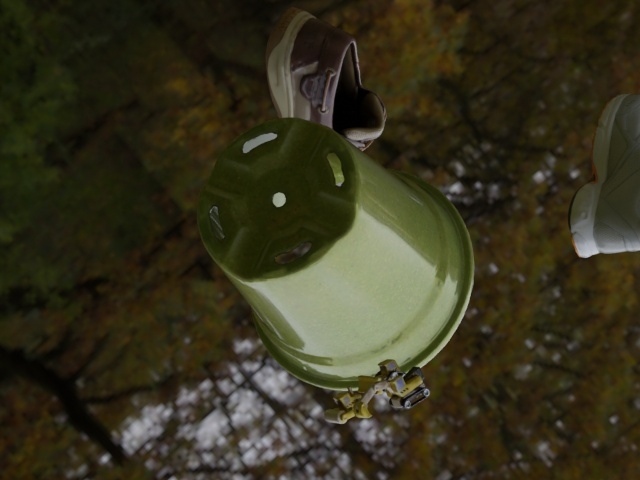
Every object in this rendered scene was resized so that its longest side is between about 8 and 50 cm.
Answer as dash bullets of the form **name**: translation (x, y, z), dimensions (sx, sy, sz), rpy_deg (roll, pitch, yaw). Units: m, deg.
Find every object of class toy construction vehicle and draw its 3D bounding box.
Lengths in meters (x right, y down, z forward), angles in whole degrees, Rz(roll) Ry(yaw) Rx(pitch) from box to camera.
- **toy construction vehicle**: translation (0.053, 0.139, 1.235), dimensions (0.098, 0.035, 0.086), rpy_deg (-26, -166, -31)

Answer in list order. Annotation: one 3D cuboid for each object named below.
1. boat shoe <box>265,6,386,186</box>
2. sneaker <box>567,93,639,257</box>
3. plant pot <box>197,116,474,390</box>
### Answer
- **boat shoe**: translation (0.022, -0.151, 1.685), dimensions (0.123, 0.342, 0.123), rpy_deg (17, -124, 21)
- **sneaker**: translation (0.405, -0.081, 1.666), dimensions (0.121, 0.099, 0.262), rpy_deg (3, -127, 28)
- **plant pot**: translation (0.000, 0.000, 1.419), dimensions (0.276, 0.276, 0.254), rpy_deg (-38, 150, 5)
